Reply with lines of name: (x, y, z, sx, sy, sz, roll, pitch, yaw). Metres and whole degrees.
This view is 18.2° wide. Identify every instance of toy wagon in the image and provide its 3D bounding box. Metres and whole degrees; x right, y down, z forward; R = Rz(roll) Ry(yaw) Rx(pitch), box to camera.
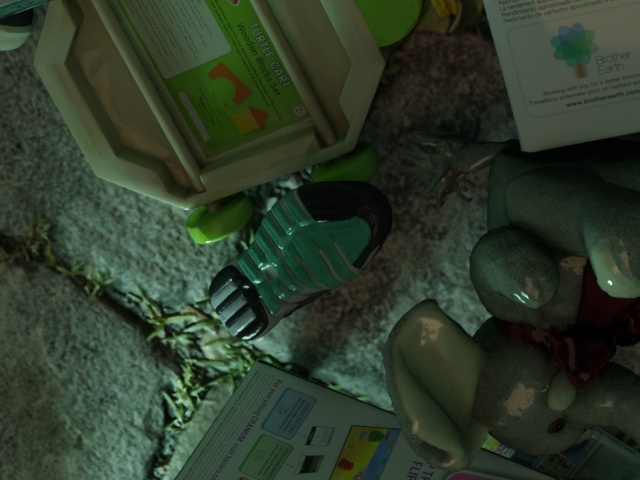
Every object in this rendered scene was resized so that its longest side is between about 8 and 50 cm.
toy wagon: (-0.049, -0.154, 1.551, 0.344, 0.068, 0.267, -20, 112, 21)

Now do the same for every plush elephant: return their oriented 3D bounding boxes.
plush elephant: (0.191, 0.060, 1.490, 0.330, 0.272, 0.255, 11, 109, 40)

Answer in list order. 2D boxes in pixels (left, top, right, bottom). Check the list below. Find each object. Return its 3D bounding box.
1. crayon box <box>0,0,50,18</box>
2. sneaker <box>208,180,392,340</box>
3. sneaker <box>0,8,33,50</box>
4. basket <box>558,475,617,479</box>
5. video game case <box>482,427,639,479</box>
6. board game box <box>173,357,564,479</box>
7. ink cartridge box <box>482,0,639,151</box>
crayon box: (-0.288, -0.309, 1.432, 0.202, 0.081, 0.318, -20, 95, -12)
sneaker: (0.000, 0.000, 1.575, 0.224, 0.098, 0.083, -34, 85, 49)
sneaker: (-0.345, -0.287, 1.522, 0.350, 0.131, 0.148, 35, 101, -16)
basket: (0.204, 0.338, 1.646, 0.299, 0.213, 0.223, -1, 132, 22)
video game case: (0.183, 0.207, 1.718, 0.143, 0.019, 0.157, 32, 121, -5)
board game box: (0.013, 0.249, 1.584, 0.316, 0.242, 0.064, 19, 155, 37)
ink cartridge box: (0.227, -0.284, 1.367, 0.270, 0.151, 0.395, -10, 116, 17)
